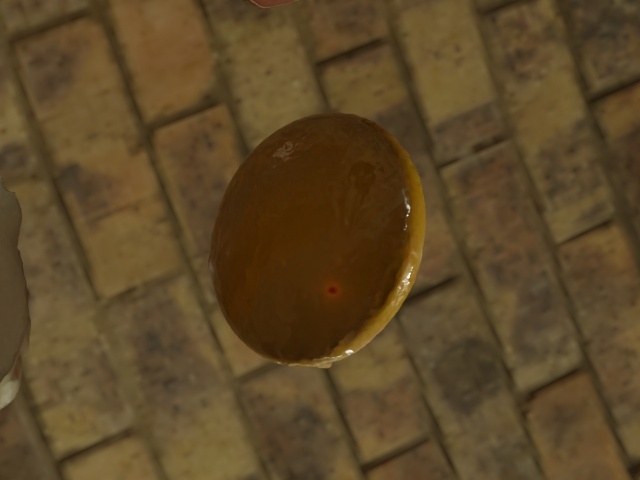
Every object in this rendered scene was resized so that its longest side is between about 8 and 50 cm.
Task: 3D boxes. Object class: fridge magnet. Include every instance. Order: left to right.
[{"bbox_3d":[0.000,0.000,0.960,0.143,0.063,0.143,-13,-112,35],"label":"fridge magnet"}]

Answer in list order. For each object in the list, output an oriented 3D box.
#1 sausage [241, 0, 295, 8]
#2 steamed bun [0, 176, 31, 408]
[{"bbox_3d":[0.013,-0.118,0.409,0.169,0.065,0.065,-48,-116,35],"label":"sausage"},{"bbox_3d":[-0.185,0.010,0.601,0.106,0.183,0.183,-17,-82,30],"label":"steamed bun"}]
